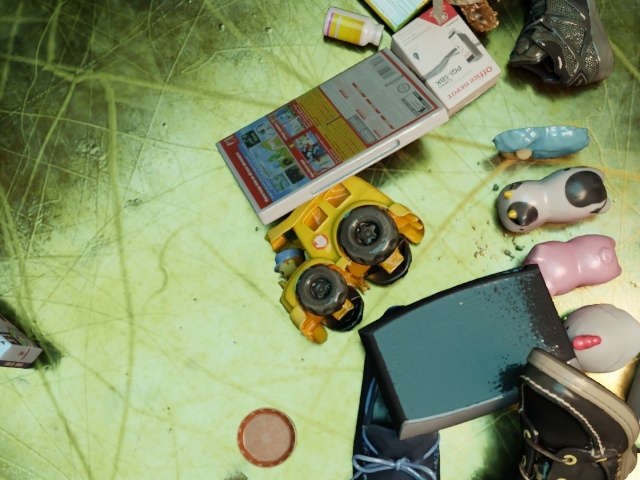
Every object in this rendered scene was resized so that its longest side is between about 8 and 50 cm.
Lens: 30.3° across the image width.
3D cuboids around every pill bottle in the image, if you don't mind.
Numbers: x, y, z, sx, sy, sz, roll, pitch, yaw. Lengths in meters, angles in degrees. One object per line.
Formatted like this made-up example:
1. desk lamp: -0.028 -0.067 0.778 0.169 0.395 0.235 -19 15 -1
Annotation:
1. pill bottle: 0.047 -0.305 1.695 0.083 0.043 0.043 17 83 4

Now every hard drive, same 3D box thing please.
1. hard drive: 0.192 0.139 1.518 0.255 0.054 0.172 -20 79 -2

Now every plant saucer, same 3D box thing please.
1. plant saucer: -0.074 0.273 1.637 0.084 0.013 0.083 0 82 2

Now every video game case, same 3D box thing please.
1. video game case: 0.010 -0.149 1.620 0.285 0.025 0.204 -30 39 -3

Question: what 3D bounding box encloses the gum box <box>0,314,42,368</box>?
1. gum box: -0.475 0.100 1.595 0.184 0.157 0.041 40 85 6

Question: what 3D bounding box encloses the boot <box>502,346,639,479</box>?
1. boot: 0.255 0.309 1.445 0.138 0.377 0.284 35 79 29

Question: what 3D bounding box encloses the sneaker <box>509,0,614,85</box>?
1. sneaker: 0.316 -0.320 1.659 0.130 0.087 0.227 -16 87 -23

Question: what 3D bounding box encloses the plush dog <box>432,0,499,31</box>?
1. plush dog: 0.249 -0.415 1.583 0.225 0.262 0.210 -26 97 40

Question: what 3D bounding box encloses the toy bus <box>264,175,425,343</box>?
1. toy bus: 0.000 0.000 1.616 0.211 0.149 0.220 41 88 19

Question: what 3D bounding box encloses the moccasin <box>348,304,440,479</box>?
1. moccasin: 0.095 0.256 1.584 0.138 0.117 0.341 -4 82 1

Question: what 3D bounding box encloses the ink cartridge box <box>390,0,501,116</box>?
1. ink cartridge box: 0.178 -0.258 1.680 0.099 0.056 0.135 -36 83 -4

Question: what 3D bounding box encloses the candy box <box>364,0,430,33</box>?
1. candy box: 0.078 -0.408 1.709 0.105 0.027 0.206 -43 84 8

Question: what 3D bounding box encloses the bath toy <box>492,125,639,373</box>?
1. bath toy: 0.330 0.015 1.607 0.151 0.129 0.348 -20 80 33

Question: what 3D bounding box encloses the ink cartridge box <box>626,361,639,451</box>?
1. ink cartridge box: 0.466 0.187 1.590 0.062 0.109 0.209 20 83 3
